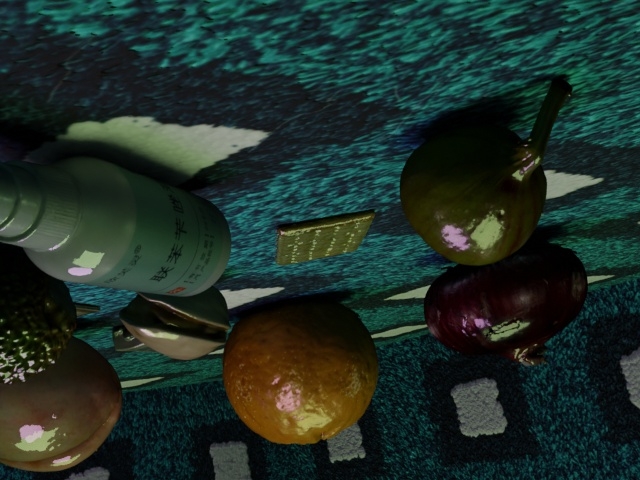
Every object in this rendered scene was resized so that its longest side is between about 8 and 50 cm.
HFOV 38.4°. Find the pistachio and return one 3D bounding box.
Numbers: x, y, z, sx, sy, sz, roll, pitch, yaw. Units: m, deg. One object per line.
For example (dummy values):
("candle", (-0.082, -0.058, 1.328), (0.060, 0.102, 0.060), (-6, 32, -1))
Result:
("pistachio", (-0.220, 0.118, 1.415), (0.152, 0.126, 0.223), (23, -179, 22))

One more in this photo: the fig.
("fig", (0.169, -0.051, 0.899), (0.148, 0.142, 0.186), (-35, -169, -20))

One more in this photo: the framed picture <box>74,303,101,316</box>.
("framed picture", (-0.479, 0.119, 1.448), (0.173, 0.010, 0.231), (-14, 168, 13))

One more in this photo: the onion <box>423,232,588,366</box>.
("onion", (0.341, 0.123, 1.691), (0.314, 0.232, 0.314), (-12, 170, -2))

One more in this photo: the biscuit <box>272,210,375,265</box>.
("biscuit", (0.000, 0.000, 1.318), (0.139, 0.016, 0.231), (-11, 169, -7))

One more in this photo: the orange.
("orange", (-0.040, 0.282, 1.950), (0.340, 0.293, 0.340), (-11, 171, -2))

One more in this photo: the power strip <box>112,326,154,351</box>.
("power strip", (-0.346, 0.206, 1.920), (0.080, 0.048, 0.286), (-12, 170, 9))

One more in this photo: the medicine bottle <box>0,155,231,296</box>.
("medicine bottle", (-0.198, -0.016, 0.805), (0.110, 0.110, 0.352), (-15, 168, 17))

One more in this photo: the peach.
("peach", (-0.504, 0.280, 1.646), (0.292, 0.247, 0.292), (-14, 148, -9))

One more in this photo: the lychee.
("lychee", (-0.372, 0.090, 1.048), (0.171, 0.171, 0.171), (-11, 169, -2))

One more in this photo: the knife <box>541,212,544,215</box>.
("knife", (0.315, -0.037, 1.447), (0.096, 0.010, 0.027), (-2, 165, -38))
